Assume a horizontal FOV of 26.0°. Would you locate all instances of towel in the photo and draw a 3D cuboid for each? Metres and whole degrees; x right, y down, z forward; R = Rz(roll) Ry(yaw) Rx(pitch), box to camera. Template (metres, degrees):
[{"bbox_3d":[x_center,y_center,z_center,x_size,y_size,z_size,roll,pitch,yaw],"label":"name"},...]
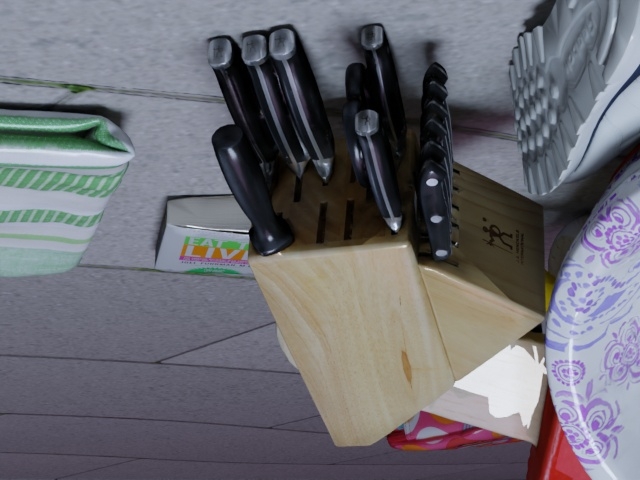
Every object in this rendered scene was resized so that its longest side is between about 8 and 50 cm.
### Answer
[{"bbox_3d":[-0.263,-0.021,0.925,0.248,0.038,0.325,0,165,-18],"label":"towel"}]

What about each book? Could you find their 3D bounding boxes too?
[{"bbox_3d":[-0.076,-0.002,1.068,0.096,0.035,0.144,2,166,-9],"label":"book"}]

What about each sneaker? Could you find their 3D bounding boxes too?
[{"bbox_3d":[0.161,-0.086,0.715,0.095,0.090,0.235,-11,168,-11],"label":"sneaker"}]

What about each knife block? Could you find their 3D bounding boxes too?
[{"bbox_3d":[0.000,0.000,0.818,0.242,0.088,0.276,24,139,-21],"label":"knife block"}]

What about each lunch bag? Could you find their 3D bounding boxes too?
[{"bbox_3d":[0.245,0.184,1.698,0.258,0.120,0.293,5,163,-45],"label":"lunch bag"}]

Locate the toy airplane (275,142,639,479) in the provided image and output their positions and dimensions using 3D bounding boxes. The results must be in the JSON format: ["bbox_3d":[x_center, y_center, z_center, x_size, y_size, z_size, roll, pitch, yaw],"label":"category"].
[{"bbox_3d":[0.218,0.100,1.059,0.384,0.272,0.386,-26,123,27],"label":"toy airplane"}]

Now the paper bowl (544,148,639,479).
[{"bbox_3d":[0.275,0.047,0.737,0.284,0.284,0.148,-15,-161,35],"label":"paper bowl"}]

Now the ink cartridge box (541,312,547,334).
[{"bbox_3d":[0.313,0.103,1.391,0.198,0.115,0.067,8,161,-38],"label":"ink cartridge box"}]
